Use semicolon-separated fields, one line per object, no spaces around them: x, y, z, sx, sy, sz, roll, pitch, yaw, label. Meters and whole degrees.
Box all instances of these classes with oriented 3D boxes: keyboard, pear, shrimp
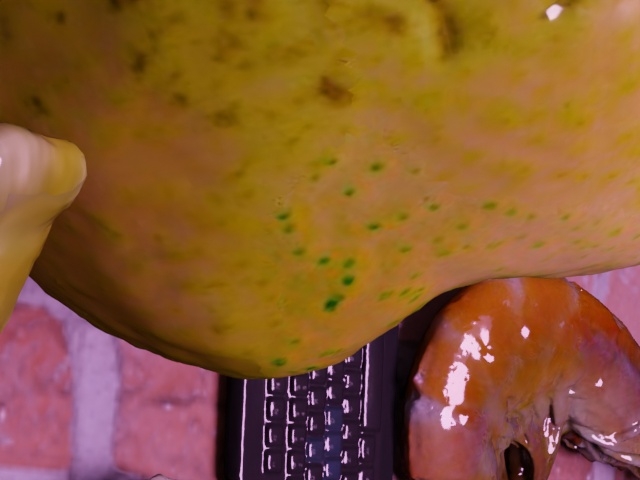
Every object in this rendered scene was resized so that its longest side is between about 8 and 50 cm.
0.000;0.000;0.849;0.106;0.016;0.262;8;81;-45;keyboard
0.004;-0.140;0.632;0.391;0.391;0.391;4;84;-45;pear
0.129;0.103;0.945;0.249;0.068;0.150;23;84;-37;shrimp

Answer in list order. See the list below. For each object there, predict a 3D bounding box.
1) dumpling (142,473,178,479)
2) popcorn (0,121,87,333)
-0.018;0.207;0.720;0.193;0.147;0.258;-2;64;-36;dumpling
-0.215;0.004;0.472;0.276;0.225;0.276;-37;144;-33;popcorn
